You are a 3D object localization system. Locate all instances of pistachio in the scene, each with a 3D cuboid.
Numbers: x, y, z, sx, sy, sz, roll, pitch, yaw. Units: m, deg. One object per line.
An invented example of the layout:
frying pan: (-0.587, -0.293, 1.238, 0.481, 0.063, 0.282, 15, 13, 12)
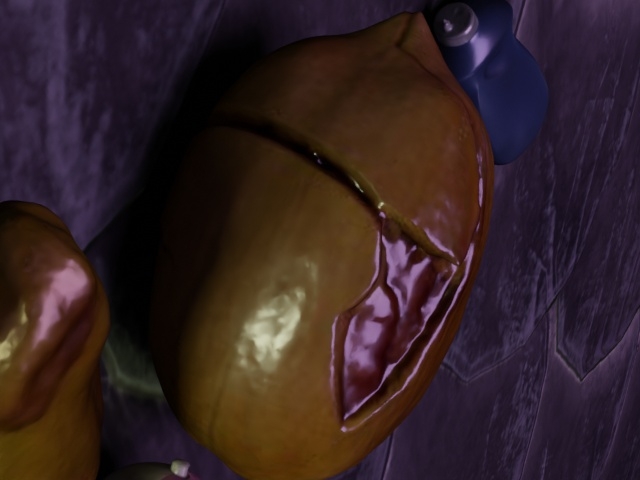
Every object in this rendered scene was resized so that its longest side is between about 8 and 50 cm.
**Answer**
pistachio: (-0.153, 0.057, 0.586, 0.100, 0.110, 0.189, -18, 141, -22)

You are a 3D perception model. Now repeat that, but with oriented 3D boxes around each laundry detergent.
laundry detergent: (0.137, -0.142, 1.048, 0.097, 0.061, 0.206, -58, 150, -7)

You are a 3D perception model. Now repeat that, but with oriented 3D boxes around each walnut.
walnut: (0.000, 0.000, 0.752, 0.203, 0.203, 0.298, 18, 89, -63)

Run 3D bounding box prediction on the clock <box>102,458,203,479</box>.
clock: (-0.132, 0.202, 0.720, 0.231, 0.103, 0.144, -9, 123, -59)
